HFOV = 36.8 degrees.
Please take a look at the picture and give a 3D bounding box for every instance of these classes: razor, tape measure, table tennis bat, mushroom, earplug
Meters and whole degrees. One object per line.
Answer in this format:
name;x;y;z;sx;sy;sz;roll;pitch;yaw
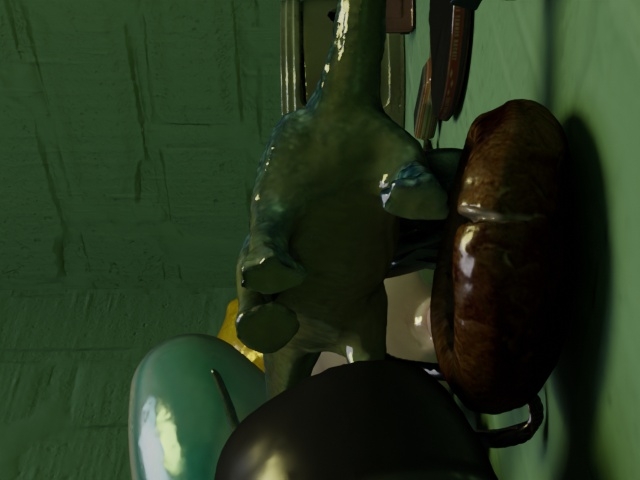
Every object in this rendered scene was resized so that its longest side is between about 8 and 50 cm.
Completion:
razor;0.039;0.220;0.304;0.204;0.114;0.349;81;179;-49
tape measure;0.066;0.034;0.504;0.179;0.107;0.104;64;142;26
table tennis bat;0.089;-0.142;0.711;0.220;0.019;0.130;92;179;-66
mushroom;0.072;0.007;0.375;0.123;0.052;0.123;6;-90;-89
earplug;-0.052;0.215;0.700;0.324;0.185;0.185;61;170;20

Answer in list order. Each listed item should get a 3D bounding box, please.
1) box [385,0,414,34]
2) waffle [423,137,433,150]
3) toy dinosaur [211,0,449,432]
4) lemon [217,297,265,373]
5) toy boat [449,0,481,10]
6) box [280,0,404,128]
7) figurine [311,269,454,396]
box;0.072;-0.260;1.023;0.063;0.060;0.084;-29;-62;-81
waffle;0.062;0.111;0.902;0.379;0.095;0.382;85;-174;-61
toy dinosaur;0.001;0.002;0.428;0.147;0.077;0.362;-94;14;-58
lemon;-0.014;0.154;1.178;0.288;0.234;0.233;-22;-66;-63
toy boat;0.068;-0.172;0.406;0.060;0.055;0.141;148;124;-64
box;0.026;-0.199;1.238;0.226;0.150;0.226;179;90;-90
figurine;0.032;0.095;0.622;0.181;0.145;0.256;85;-173;-47
